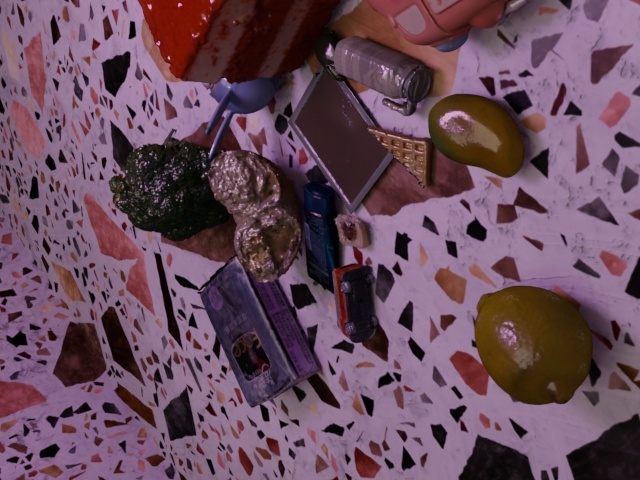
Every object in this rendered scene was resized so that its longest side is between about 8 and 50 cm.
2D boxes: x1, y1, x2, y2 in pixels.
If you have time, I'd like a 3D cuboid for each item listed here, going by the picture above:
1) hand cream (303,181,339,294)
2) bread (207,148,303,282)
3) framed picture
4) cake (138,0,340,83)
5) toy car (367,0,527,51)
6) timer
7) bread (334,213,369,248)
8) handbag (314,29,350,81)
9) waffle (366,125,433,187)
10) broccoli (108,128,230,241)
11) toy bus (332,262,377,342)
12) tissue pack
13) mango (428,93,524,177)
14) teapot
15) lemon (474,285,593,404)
[{"bbox_3d":[0.000,0.000,1.793,0.120,0.061,0.271,32,135,41],"label":"hand cream"},{"bbox_3d":[-0.131,-0.064,1.831,0.171,0.192,0.314,-19,89,11],"label":"bread"},{"bbox_3d":[0.042,-0.222,1.670,0.273,0.016,0.216,57,142,17],"label":"framed picture"},{"bbox_3d":[-0.170,-0.492,1.565,0.269,0.319,0.270,61,143,16],"label":"cake"},{"bbox_3d":[0.204,-0.420,1.253,0.270,0.180,0.212,-18,101,53],"label":"toy car"},{"bbox_3d":[-0.208,-0.331,1.748,0.175,0.255,0.175,42,163,16],"label":"timer"},{"bbox_3d":[0.070,-0.018,1.707,0.083,0.035,0.070,17,129,45],"label":"bread"},{"bbox_3d":[0.027,-0.370,1.594,0.072,0.047,0.111,-37,77,36],"label":"handbag"},{"bbox_3d":[0.150,-0.167,1.531,0.152,0.023,0.098,20,120,33],"label":"waffle"},{"bbox_3d":[-0.377,-0.159,2.044,0.304,0.321,0.283,-58,28,35],"label":"broccoli"},{"bbox_3d":[0.073,0.137,1.745,0.077,0.079,0.174,22,123,55],"label":"toy bus"},{"bbox_3d":[-0.167,0.233,2.055,0.259,0.122,0.361,-40,72,48],"label":"tissue pack"},{"bbox_3d":[0.270,-0.187,1.346,0.191,0.085,0.122,23,113,33],"label":"mango"},{"bbox_3d":[0.117,-0.309,1.486,0.200,0.077,0.107,34,134,39],"label":"teapot"},{"bbox_3d":[0.354,0.168,1.316,0.248,0.184,0.184,57,144,43],"label":"lemon"}]
